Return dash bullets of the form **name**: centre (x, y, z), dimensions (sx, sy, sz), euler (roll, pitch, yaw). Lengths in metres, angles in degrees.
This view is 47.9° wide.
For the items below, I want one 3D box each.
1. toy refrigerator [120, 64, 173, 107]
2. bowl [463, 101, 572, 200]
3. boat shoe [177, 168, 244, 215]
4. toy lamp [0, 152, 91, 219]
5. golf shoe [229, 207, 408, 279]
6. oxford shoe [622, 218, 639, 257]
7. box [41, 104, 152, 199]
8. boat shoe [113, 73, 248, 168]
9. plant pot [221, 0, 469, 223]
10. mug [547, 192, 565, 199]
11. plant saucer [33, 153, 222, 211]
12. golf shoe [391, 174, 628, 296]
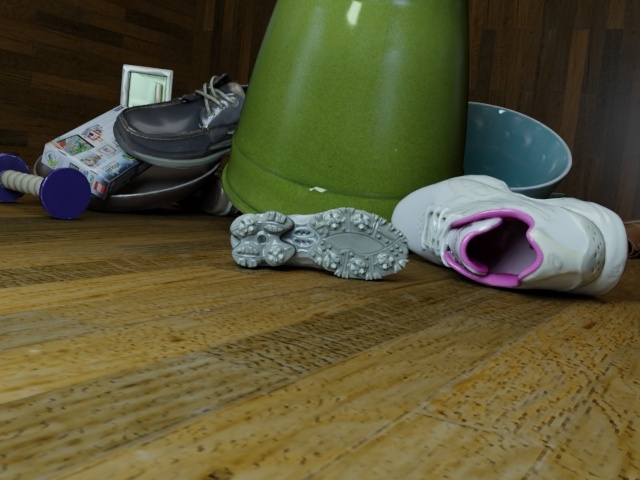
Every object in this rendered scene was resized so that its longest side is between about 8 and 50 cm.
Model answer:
- **toy refrigerator**: centre (-0.371, -0.222, 1.508), dimensions (0.102, 0.269, 0.094), euler (5, 6, -14)
- **bowl**: centre (0.293, -0.119, 1.358), dimensions (0.311, 0.163, 0.311), euler (5, 38, -4)
- **boat shoe**: centre (-0.206, -0.096, 1.356), dimensions (0.095, 0.095, 0.257), euler (5, 17, -36)
- **toy lamp**: centre (-0.431, -0.085, 1.053), dimensions (0.080, 0.080, 0.274), euler (0, 7, -45)
- **golf shoe**: centre (0.000, 0.000, 0.724), dimensions (0.176, 0.069, 0.086), euler (7, 0, 2)
- **oxford shoe**: centre (0.548, 0.005, 1.277), dimensions (0.212, 0.076, 0.076), euler (6, 35, -21)
- **box**: centre (-0.328, -0.146, 1.142), dimensions (0.114, 0.036, 0.207), euler (32, 33, 3)
- **boat shoe**: centre (-0.167, -0.213, 1.188), dimensions (0.355, 0.130, 0.132), euler (-13, 53, -39)
- **plant pot**: centre (0.057, -0.226, 1.015), dimensions (0.366, 0.353, 0.366), euler (7, 29, -4)
- **mug**: centre (0.549, -0.076, 1.826), dimensions (0.129, 0.097, 0.158), euler (8, 5, 23)
- **plant saucer**: centre (-0.321, -0.120, 1.230), dimensions (0.310, 0.050, 0.310), euler (0, 27, 0)
- **golf shoe**: centre (0.167, -0.012, 0.783), dimensions (0.140, 0.115, 0.306), euler (-3, 9, -36)
